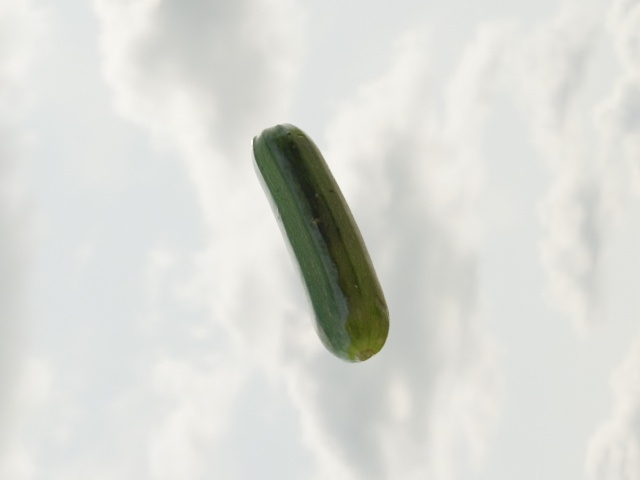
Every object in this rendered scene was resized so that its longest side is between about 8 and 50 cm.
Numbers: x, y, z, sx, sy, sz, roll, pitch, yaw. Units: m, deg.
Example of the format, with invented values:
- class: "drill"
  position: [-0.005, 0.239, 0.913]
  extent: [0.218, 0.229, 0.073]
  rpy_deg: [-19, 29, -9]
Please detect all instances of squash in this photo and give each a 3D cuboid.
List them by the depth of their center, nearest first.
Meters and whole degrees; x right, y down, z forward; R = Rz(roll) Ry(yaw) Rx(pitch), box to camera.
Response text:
- class: "squash"
  position: [0.000, 0.000, 1.497]
  extent: [0.066, 0.066, 0.229]
  rpy_deg: [65, -178, -62]
